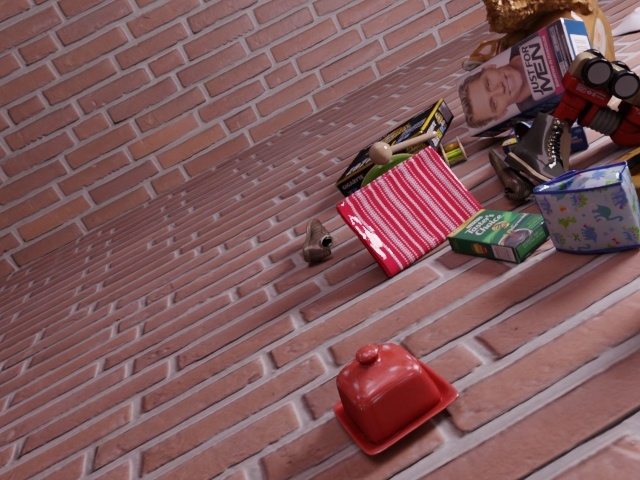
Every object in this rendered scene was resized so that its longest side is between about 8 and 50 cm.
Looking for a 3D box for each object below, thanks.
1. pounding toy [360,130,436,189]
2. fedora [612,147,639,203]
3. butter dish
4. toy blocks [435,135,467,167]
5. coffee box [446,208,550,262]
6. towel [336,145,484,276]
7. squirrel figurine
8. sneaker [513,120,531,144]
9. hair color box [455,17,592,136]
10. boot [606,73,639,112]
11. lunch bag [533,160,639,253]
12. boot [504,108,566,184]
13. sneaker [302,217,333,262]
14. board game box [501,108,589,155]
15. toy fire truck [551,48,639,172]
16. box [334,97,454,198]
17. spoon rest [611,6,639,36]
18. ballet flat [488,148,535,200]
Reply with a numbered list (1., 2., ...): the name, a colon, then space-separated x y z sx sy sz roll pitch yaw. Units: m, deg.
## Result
1. pounding toy: 0.196 -0.118 1.467 0.183 0.236 0.110 -11 43 -13
2. fedora: 0.601 -0.113 1.108 0.194 0.079 0.194 -29 16 9
3. butter dish: 0.088 0.203 0.919 0.160 0.118 0.160 -32 21 -10
4. toy blocks: 0.325 -0.230 1.760 0.148 0.054 0.123 -22 20 14
5. coffee box: 0.347 -0.012 1.229 0.113 0.040 0.184 -35 22 -20
6. towel: 0.192 -0.068 1.362 0.275 0.199 0.031 -33 -12 -15
7. squirrel figurine: 0.587 -0.575 1.782 0.370 0.397 0.281 3 40 39
8. sneaker: 0.476 -0.209 1.433 0.063 0.073 0.162 -36 48 22
9. hair color box: 0.525 -0.407 1.633 0.105 0.173 0.347 -8 -9 -36
10. boot: 0.725 -0.371 1.591 0.152 0.073 0.197 -32 33 -9
11. lunch bag: 0.451 -0.049 1.065 0.151 0.128 0.096 -13 23 37
12. boot: 0.478 -0.182 1.290 0.198 0.077 0.137 45 112 46
13. sneaker: 0.000 0.000 1.621 0.071 0.066 0.188 -6 30 9
14. board game box: 0.569 -0.270 1.552 0.194 0.060 0.194 -10 25 38
15. toy fire truck: 0.595 -0.249 1.349 0.158 0.217 0.246 -68 3 -60
16. box: 0.217 -0.262 1.845 0.322 0.079 0.257 -29 17 36
17. spoon rest: 1.014 -0.724 2.099 0.276 0.084 0.137 8 39 36
18. ballet flat: 0.423 -0.147 1.434 0.058 0.084 0.250 -60 12 22
